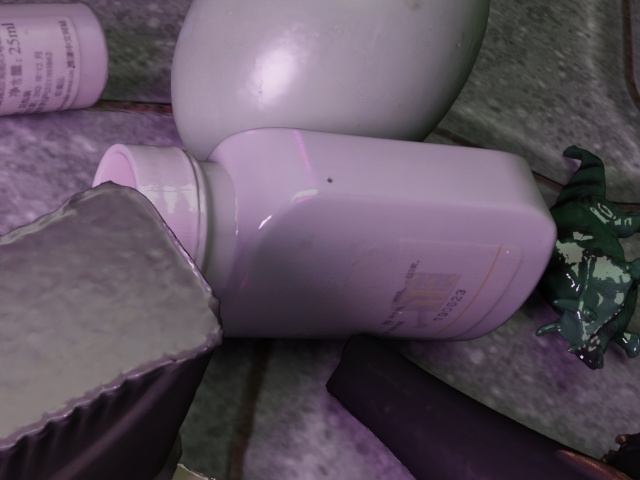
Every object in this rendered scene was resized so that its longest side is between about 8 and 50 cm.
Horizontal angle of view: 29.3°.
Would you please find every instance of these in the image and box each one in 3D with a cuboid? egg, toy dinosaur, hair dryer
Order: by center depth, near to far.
[{"bbox_3d":[0.199,0.146,0.880,0.304,0.120,0.359,36,30,26],"label":"hair dryer"},{"bbox_3d":[0.010,-0.151,0.916,0.203,0.203,0.282,38,75,6],"label":"egg"},{"bbox_3d":[0.238,0.003,1.021,0.120,0.079,0.292,30,40,3],"label":"toy dinosaur"}]

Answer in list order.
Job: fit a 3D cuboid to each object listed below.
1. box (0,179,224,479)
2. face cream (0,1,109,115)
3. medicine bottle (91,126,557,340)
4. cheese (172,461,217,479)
[{"bbox_3d":[-0.183,0.091,0.586,0.274,0.178,0.138,-28,72,-34],"label":"box"},{"bbox_3d":[-0.279,-0.120,0.831,0.269,0.082,0.082,-9,56,-37],"label":"face cream"},{"bbox_3d":[0.000,0.000,0.823,0.296,0.161,0.111,1,51,-27],"label":"medicine bottle"},{"bbox_3d":[-0.088,0.167,0.712,0.400,0.034,0.085,29,47,-3],"label":"cheese"}]
